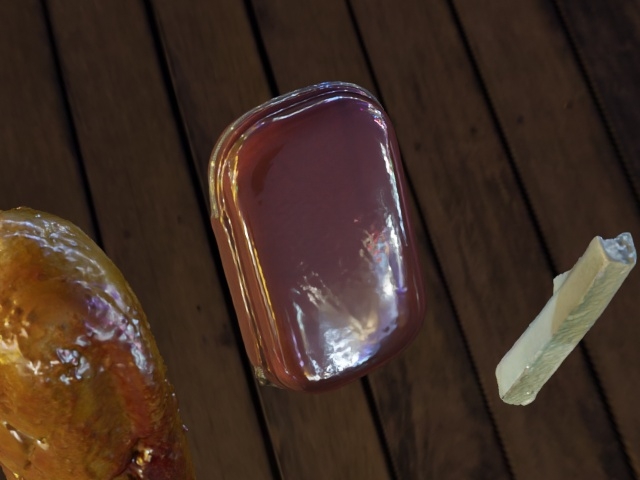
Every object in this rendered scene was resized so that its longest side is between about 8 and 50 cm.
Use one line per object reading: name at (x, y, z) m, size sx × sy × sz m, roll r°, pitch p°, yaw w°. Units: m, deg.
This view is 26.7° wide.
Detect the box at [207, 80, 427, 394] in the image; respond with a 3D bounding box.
box at (0.000, 0.000, 1.691) m, size 0.263 × 0.403 × 0.108 m, roll -24°, pitch 30°, yaw -21°

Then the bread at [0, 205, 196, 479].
bread at (-0.129, 0.118, 0.733) m, size 0.084 × 0.344 × 0.124 m, roll -38°, pitch 57°, yaw -26°

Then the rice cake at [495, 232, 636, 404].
rice cake at (0.175, 0.057, 0.984) m, size 0.030 × 0.180 × 0.042 m, roll 8°, pitch 48°, yaw -18°
